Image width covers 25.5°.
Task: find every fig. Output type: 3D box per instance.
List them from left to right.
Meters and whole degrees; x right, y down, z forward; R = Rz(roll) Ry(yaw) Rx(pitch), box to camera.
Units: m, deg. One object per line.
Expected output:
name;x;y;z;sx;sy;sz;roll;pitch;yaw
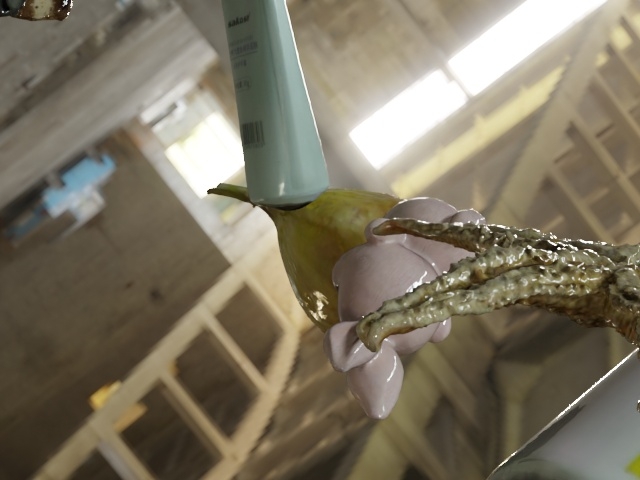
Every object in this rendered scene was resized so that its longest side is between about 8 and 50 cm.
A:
fig;0.000;0.000;1.400;0.159;0.257;0.159;-56;163;-27

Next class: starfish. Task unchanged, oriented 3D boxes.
starfish;0.123;0.020;0.663;0.295;0.048;0.231;14;-160;34

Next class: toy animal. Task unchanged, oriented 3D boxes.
toy animal;0.050;0.050;1.179;0.212;0.124;0.124;-43;-172;-38

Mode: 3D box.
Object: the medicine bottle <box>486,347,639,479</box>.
medicine bottle;0.298;0.150;0.990;0.378;0.214;0.213;-34;-177;-31

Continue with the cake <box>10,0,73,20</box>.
cake;-0.351;-0.339;1.734;0.112;0.246;0.135;1;153;-9

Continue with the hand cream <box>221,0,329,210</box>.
hand cream;-0.056;-0.181;1.158;0.067;0.321;0.109;-14;-175;-21

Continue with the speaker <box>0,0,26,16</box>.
speaker;-0.362;-0.191;0.899;0.253;0.184;0.232;14;-132;24
